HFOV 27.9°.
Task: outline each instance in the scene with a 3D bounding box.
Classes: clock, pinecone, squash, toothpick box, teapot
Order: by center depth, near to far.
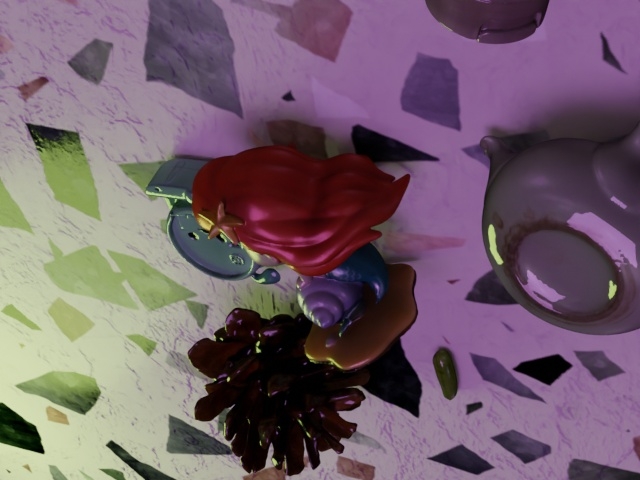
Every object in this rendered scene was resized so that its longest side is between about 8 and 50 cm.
[{"bbox_3d":[0.152,-0.266,1.070,0.111,0.111,0.181,21,139,12],"label":"toothpick box"},{"bbox_3d":[0.291,-0.037,1.202,0.220,0.149,0.318,49,139,-12],"label":"teapot"},{"bbox_3d":[-0.119,-0.012,1.563,0.148,0.060,0.188,6,137,27],"label":"clock"},{"bbox_3d":[0.159,0.171,1.617,0.027,0.027,0.089,6,138,27],"label":"squash"},{"bbox_3d":[-0.050,0.195,1.643,0.229,0.201,0.202,-20,153,11],"label":"pinecone"}]

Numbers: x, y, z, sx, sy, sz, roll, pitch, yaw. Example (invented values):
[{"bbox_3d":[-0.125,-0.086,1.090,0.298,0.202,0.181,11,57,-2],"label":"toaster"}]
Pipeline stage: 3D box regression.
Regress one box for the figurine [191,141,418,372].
[{"bbox_3d":[-0.001,-0.005,1.413,0.208,0.181,0.257,14,148,51],"label":"figurine"}]
